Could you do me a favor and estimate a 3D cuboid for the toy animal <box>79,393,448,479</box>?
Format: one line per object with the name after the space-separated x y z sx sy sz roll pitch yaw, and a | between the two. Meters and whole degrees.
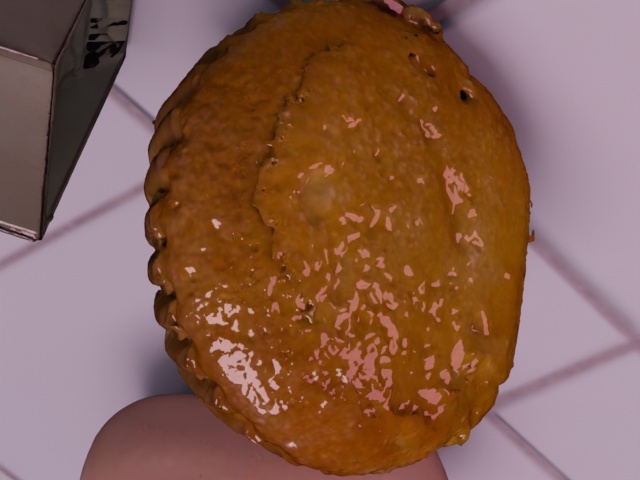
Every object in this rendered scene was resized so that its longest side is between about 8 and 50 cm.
-0.036 0.191 1.202 0.256 0.195 0.213 -1 143 18 | toy animal

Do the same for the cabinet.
-0.207 -0.124 0.946 0.206 0.150 0.145 18 144 1 | cabinet

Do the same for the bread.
0.002 0.002 0.950 0.139 0.240 0.240 -13 131 45 | bread
